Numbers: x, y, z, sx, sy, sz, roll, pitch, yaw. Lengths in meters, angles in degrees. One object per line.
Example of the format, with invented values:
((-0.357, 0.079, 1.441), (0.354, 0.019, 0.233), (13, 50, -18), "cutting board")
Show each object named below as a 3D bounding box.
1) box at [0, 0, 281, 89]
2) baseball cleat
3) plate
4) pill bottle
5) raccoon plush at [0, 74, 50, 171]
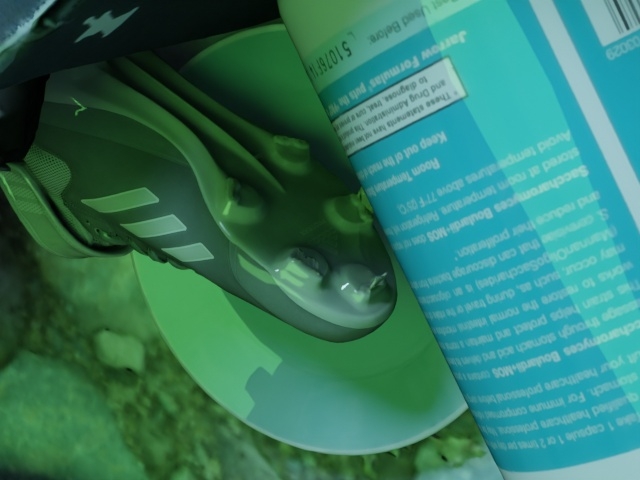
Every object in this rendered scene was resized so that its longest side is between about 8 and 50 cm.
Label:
((-0.059, -0.300, 0.439), (0.293, 0.212, 0.395), (-34, 86, 32), "box")
((-0.058, -0.014, 0.592), (0.206, 0.072, 0.109), (43, 133, 19), "baseball cleat")
((0.000, 0.000, 0.609), (0.188, 0.024, 0.188), (9, 109, 26), "plate")
((0.102, -0.001, 0.479), (0.146, 0.146, 0.264), (-24, 92, 32), "pill bottle")
((-0.258, -0.119, 0.597), (0.299, 0.216, 0.446), (-31, 68, 60), "raccoon plush")
